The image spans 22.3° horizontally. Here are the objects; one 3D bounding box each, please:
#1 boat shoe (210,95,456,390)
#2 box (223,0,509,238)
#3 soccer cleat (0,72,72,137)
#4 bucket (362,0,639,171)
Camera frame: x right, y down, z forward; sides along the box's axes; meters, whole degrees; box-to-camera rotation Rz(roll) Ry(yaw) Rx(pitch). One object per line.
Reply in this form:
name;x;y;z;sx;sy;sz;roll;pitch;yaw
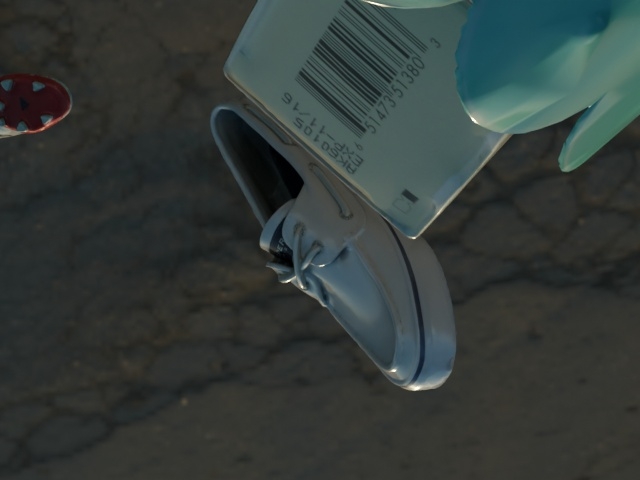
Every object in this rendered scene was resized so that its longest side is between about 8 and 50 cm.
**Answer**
boat shoe;0.000;0.000;1.078;0.084;0.258;0.095;-7;136;-30
box;0.108;-0.159;0.763;0.121;0.311;0.148;41;143;4
soccer cleat;-0.146;-0.060;0.746;0.083;0.029;0.035;-13;-171;26
bucket;0.055;-0.173;0.388;0.183;0.281;0.281;-38;137;18
